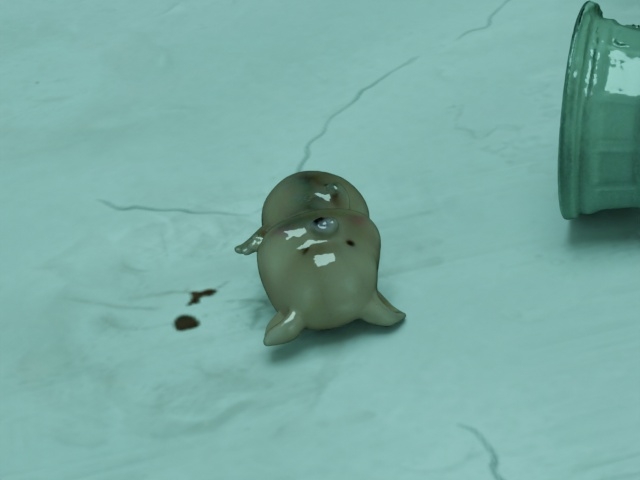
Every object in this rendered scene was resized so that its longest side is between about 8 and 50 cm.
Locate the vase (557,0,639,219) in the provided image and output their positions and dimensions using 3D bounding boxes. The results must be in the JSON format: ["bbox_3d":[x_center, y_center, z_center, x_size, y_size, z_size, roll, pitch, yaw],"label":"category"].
[{"bbox_3d":[0.308,-0.070,1.183,0.299,0.143,0.143,6,37,14],"label":"vase"}]

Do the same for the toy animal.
[{"bbox_3d":[0.001,0.005,1.194,0.083,0.089,0.150,-22,35,16],"label":"toy animal"}]
